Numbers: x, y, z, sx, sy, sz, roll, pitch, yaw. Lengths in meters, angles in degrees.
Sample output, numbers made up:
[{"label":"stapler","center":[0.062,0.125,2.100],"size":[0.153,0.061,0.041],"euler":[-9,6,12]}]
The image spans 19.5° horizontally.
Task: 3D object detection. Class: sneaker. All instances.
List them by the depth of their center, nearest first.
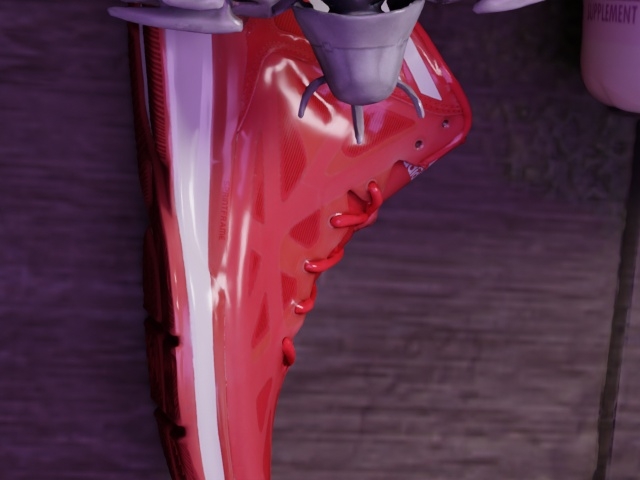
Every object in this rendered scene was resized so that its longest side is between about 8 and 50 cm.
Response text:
[{"label":"sneaker","center":[0.000,0.000,0.691],"size":[0.128,0.087,0.221],"euler":[-5,98,-12]}]

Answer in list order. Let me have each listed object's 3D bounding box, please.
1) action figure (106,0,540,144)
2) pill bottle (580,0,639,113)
[{"label":"action figure","center":[0.005,-0.174,0.636],"size":[0.185,0.099,0.285],"euler":[-5,88,-11]},{"label":"pill bottle","center":[0.183,-0.195,0.666],"size":[0.169,0.169,0.301],"euler":[0,97,-14]}]
